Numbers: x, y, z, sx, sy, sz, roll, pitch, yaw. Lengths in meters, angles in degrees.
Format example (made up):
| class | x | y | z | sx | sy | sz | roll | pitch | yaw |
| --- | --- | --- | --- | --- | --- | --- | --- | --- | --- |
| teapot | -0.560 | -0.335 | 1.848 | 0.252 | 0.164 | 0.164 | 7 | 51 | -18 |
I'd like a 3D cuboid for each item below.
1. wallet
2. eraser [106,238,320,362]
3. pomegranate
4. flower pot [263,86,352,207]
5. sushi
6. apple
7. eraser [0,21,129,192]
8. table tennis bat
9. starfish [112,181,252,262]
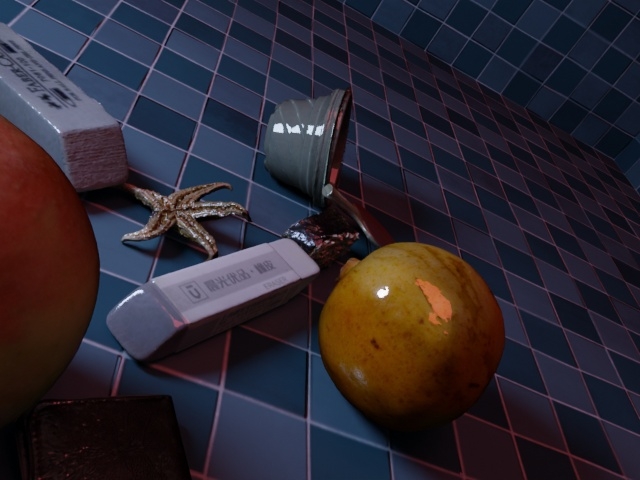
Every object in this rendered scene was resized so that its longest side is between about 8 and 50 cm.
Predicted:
| class | x | y | z | sx | sy | sz | roll | pitch | yaw |
| --- | --- | --- | --- | --- | --- | --- | --- | --- | --- |
| wallet | -0.179 | 0.281 | 0.614 | 0.172 | 0.045 | 0.318 | 10 | 38 | -40 |
| eraser | -0.132 | 0.072 | 0.931 | 0.089 | 0.061 | 0.351 | 46 | 32 | 17 |
| pomegranate | 0.122 | 0.124 | 0.921 | 0.264 | 0.264 | 0.264 | 24 | 32 | -17 |
| flower pot | -0.025 | -0.184 | 1.269 | 0.140 | 0.236 | 0.235 | 13 | 30 | 8 |
| sushi | 0.000 | 0.000 | 1.133 | 0.078 | 0.090 | 0.150 | 50 | 32 | 17 |
| apple | -0.350 | 0.020 | 0.562 | 0.319 | 0.319 | 0.277 | 20 | 14 | -24 |
| eraser | -0.425 | -0.208 | 1.001 | 0.352 | 0.077 | 0.111 | 40 | 30 | 18 |
| table tennis bat | 0.084 | -0.029 | 1.242 | 0.246 | 0.022 | 0.138 | 39 | 18 | -39 |
| starfish | -0.222 | -0.047 | 1.020 | 0.237 | 0.057 | 0.213 | 18 | 34 | 5 |
